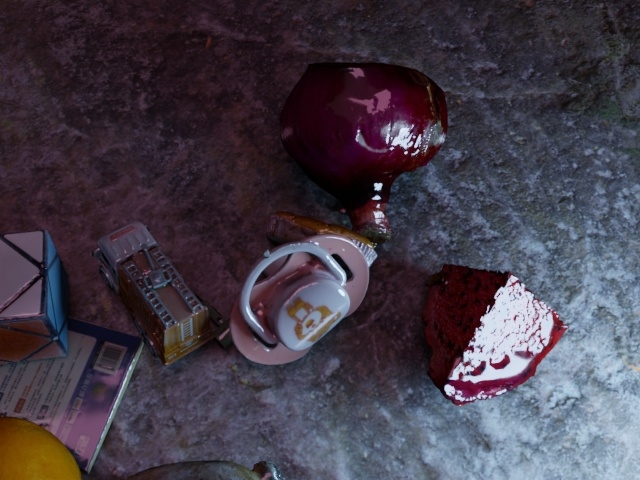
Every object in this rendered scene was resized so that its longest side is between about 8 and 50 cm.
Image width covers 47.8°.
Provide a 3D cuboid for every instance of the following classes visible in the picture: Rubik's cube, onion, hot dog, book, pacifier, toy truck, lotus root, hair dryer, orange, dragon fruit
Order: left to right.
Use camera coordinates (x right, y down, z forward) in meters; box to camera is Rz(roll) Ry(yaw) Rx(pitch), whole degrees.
[{"bbox_3d":[-0.574,0.470,1.276,0.312,0.312,0.312,2,63,-3],"label":"orange"},{"bbox_3d":[-0.633,0.119,1.457,0.207,0.205,0.205,-7,60,-9],"label":"Rubik's cube"},{"bbox_3d":[-0.623,0.282,1.507,0.428,0.039,0.300,16,62,4],"label":"book"},{"bbox_3d":[-0.358,0.097,1.533,0.136,0.162,0.305,-29,64,-25],"label":"toy truck"},{"bbox_3d":[-0.239,0.497,1.350,0.349,0.175,0.175,-12,65,0],"label":"lotus root"},{"bbox_3d":[-0.234,0.166,1.596,0.071,0.047,0.150,-39,66,-19],"label":"hair dryer"},{"bbox_3d":[-0.050,0.117,1.531,0.332,0.273,0.220,-41,90,-2],"label":"pacifier"},{"bbox_3d":[0.000,0.000,1.637,0.268,0.144,0.075,21,70,11],"label":"hot dog"},{"bbox_3d":[0.087,-0.192,1.646,0.398,0.398,0.420,7,94,-1],"label":"onion"},{"bbox_3d":[0.320,0.187,1.517,0.302,0.240,0.330,24,55,29],"label":"dragon fruit"}]

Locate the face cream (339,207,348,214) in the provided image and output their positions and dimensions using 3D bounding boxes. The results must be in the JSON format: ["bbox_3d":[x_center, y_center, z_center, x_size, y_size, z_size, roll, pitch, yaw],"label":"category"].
[{"bbox_3d":[0.087,-0.075,1.749,0.083,0.021,0.040,-5,62,-6],"label":"face cream"}]
